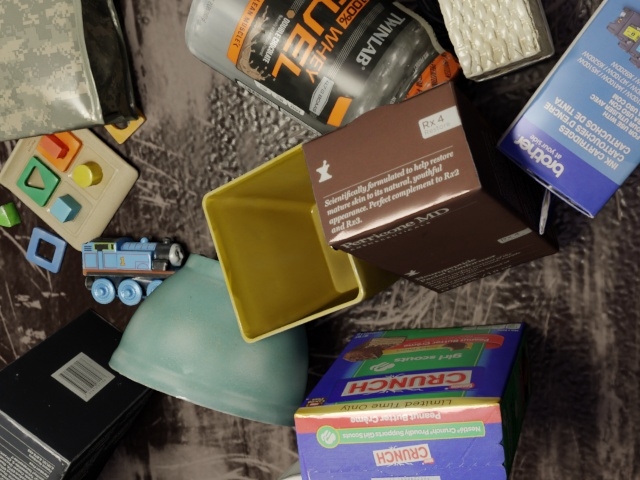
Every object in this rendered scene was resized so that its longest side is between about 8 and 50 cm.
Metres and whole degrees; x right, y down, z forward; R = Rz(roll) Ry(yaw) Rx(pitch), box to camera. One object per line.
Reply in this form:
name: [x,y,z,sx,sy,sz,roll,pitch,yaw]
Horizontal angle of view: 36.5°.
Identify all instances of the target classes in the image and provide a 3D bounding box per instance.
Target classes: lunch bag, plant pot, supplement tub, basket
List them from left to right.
lunch bag: [-0.424,-0.298,1.435,0.235,0.169,0.287,-8,99,13]
plant pot: [-0.139,0.134,1.437,0.293,0.293,0.196,18,86,12]
plant pot: [0.000,0.000,1.321,0.212,0.187,0.212,-24,79,36]
supplement tub: [0.007,-0.255,1.300,0.338,0.207,0.207,32,112,6]
basket: [0.216,-0.293,1.230,0.113,0.103,0.167,-18,96,21]

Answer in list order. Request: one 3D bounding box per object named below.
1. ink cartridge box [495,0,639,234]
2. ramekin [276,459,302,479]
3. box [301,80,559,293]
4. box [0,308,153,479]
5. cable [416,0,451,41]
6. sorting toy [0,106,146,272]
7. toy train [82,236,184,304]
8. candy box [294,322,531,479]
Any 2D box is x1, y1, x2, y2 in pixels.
ink cartridge box: [0.363,-0.192,1.171,0.151,0.270,0.395,40,112,7]
ramekin: [0.025,0.467,1.536,0.277,0.135,0.277,4,106,16]
box: [0.154,-0.048,1.212,0.191,0.381,0.143,-21,69,22]
box: [-0.444,0.325,1.530,0.179,0.343,0.312,35,112,4]
cable: [0.198,-0.349,1.299,0.150,0.047,0.184,45,114,-1]
sorting toy: [-0.413,-0.101,1.561,0.196,0.047,0.347,39,112,4]
toy train: [-0.293,0.046,1.550,0.184,0.080,0.105,1,99,17]
candy box: [0.139,0.221,1.332,0.268,0.317,0.122,-6,103,18]
